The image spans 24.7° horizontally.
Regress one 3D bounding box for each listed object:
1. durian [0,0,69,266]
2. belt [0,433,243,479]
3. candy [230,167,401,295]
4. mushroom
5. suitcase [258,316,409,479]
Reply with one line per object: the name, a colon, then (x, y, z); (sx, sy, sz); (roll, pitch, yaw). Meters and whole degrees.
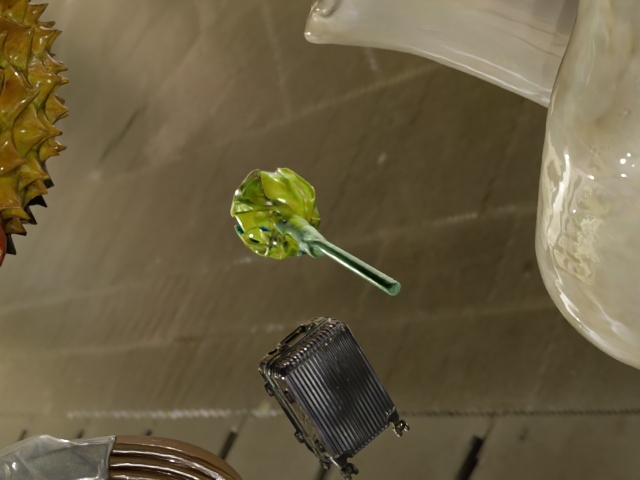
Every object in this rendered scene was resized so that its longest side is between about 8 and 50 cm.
durian: (-0.361, -0.099, 1.101); (0.347, 0.348, 0.384); (-3, 81, 62)
belt: (-0.228, 0.299, 1.468); (0.122, 0.339, 0.217); (173, 96, -82)
candy: (0.000, 0.000, 0.903); (0.058, 0.062, 0.194); (-55, 30, -2)
mushroom: (0.144, -0.096, 0.611); (0.297, 0.290, 0.297); (15, -90, -74)
suitcase: (0.010, 0.132, 1.263); (0.086, 0.126, 0.059); (-38, 21, -21)
